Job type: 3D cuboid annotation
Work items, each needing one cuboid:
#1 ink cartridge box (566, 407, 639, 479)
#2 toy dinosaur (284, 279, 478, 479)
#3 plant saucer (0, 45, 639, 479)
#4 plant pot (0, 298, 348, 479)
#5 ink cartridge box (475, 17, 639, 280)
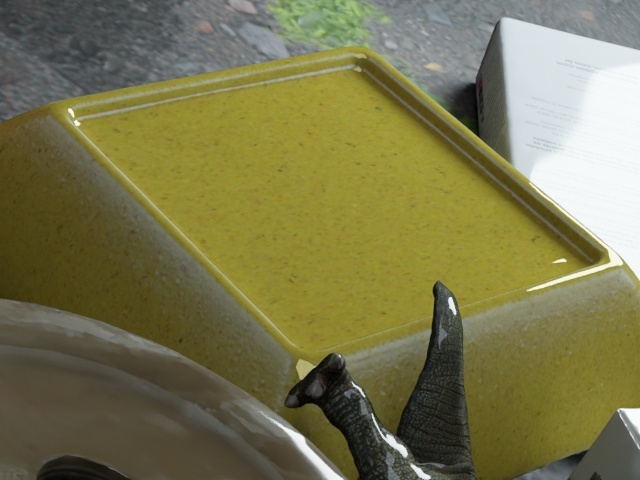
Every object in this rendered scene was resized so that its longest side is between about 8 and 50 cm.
[{"bbox_3d":[0.170,0.149,1.009,0.099,0.135,0.056,3,42,-34],"label":"ink cartridge box"},{"bbox_3d":[0.026,0.155,0.863,0.160,0.121,0.314,45,31,-26],"label":"toy dinosaur"},{"bbox_3d":[0.000,0.000,1.061,0.332,0.081,0.332,-15,44,-38],"label":"plant saucer"},{"bbox_3d":[-0.119,0.180,0.587,0.323,0.280,0.323,22,22,-9],"label":"plant pot"},{"bbox_3d":[0.270,-0.005,1.307,0.324,0.071,0.330,13,38,-8],"label":"ink cartridge box"}]
